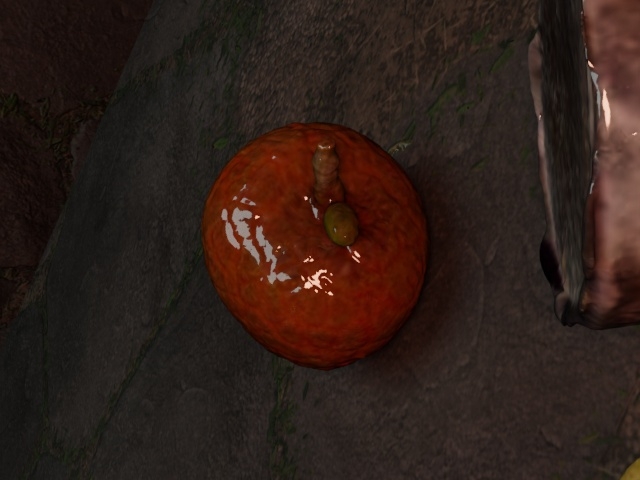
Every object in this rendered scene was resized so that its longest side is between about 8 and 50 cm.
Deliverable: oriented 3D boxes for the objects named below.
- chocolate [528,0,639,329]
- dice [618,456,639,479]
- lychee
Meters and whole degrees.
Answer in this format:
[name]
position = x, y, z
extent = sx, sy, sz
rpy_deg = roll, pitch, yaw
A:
[chocolate]
position = 0.259, -0.091, 0.759
extent = 0.303, 0.212, 0.303
rpy_deg = -2, -90, -84
[dice]
position = 0.268, 0.208, 0.638
extent = 0.169, 0.169, 0.166
rpy_deg = -22, 57, 57
[lychee]
position = 0.000, 0.000, 1.169
extent = 0.300, 0.255, 0.255
rpy_deg = 128, 146, -54
